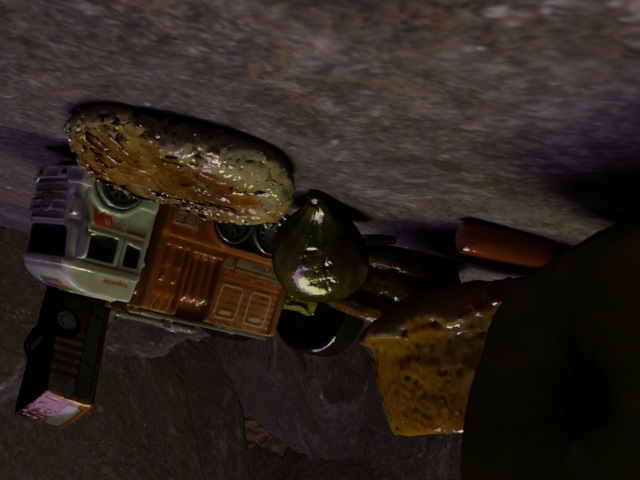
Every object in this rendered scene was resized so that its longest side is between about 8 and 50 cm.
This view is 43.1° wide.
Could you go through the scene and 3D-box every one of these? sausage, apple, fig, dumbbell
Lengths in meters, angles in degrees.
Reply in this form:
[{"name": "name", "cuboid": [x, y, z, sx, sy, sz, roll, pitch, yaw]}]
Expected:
[{"name": "sausage", "cuboid": [0.226, 0.009, 0.977, 0.131, 0.039, 0.041, 13, 168, -15]}, {"name": "apple", "cuboid": [0.342, 0.192, 0.674, 0.474, 0.473, 0.473, 12, 172, 2]}, {"name": "fig", "cuboid": [0.002, -0.008, 1.080, 0.133, 0.184, 0.126, 7, -150, 5]}, {"name": "dumbbell", "cuboid": [-0.076, 0.109, 1.575, 0.204, 0.203, 0.322, 6, 170, 40]}]

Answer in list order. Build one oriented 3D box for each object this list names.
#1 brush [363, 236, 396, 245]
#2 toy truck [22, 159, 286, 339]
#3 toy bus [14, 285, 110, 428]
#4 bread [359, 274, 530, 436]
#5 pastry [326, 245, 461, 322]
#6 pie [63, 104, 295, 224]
[{"name": "brush", "cuboid": [0.052, 0.000, 1.280, 0.063, 0.016, 0.193, 18, 171, -38]}, {"name": "toy truck", "cuboid": [-0.224, 0.022, 1.166, 0.388, 0.206, 0.173, 19, 169, -40]}, {"name": "toy bus", "cuboid": [-0.364, 0.080, 1.202, 0.092, 0.408, 0.093, 32, 126, -31]}, {"name": "bread", "cuboid": [0.256, 0.155, 1.132, 0.398, 0.215, 0.398, -5, 171, -1]}, {"name": "pastry", "cuboid": [0.127, 0.081, 1.407, 0.240, 0.132, 0.235, 19, -179, 1]}, {"name": "pie", "cuboid": [-0.149, -0.079, 0.893, 0.274, 0.055, 0.274, 13, 167, 3]}]
